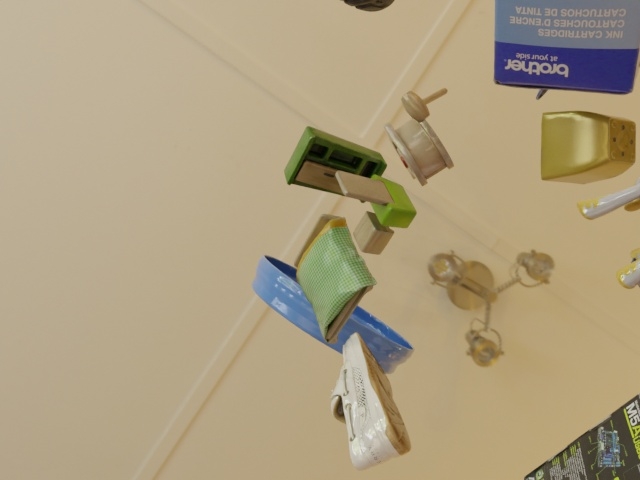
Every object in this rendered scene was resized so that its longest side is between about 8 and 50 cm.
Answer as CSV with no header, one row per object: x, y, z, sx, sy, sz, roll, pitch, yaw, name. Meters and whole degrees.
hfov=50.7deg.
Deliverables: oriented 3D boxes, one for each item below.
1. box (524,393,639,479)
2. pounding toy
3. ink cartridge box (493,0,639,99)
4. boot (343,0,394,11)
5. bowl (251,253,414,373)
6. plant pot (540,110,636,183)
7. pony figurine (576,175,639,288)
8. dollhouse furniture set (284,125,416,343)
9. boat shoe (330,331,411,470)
0.289,0.279,0.674,0.045,0.191,0.184,31,-58,-14,box
0.233,-0.208,1.390,0.154,0.269,0.154,-33,-102,7,pounding toy
0.278,-0.334,0.680,0.270,0.151,0.396,-56,-35,-38,ink cartridge box
0.061,-0.730,1.311,0.367,0.146,0.445,34,-120,-39,boot
0.021,0.163,1.475,0.391,0.391,0.077,31,-88,-14,bowl
0.317,-0.110,0.786,0.081,0.083,0.082,1,-90,-30,plant pot
0.665,-0.071,1.197,0.302,0.351,0.363,9,-44,-24,pony figurine
0.000,0.000,1.134,0.151,0.198,0.302,13,-56,-27,dollhouse furniture set
0.056,0.238,1.032,0.096,0.277,0.098,-33,-70,8,boat shoe
